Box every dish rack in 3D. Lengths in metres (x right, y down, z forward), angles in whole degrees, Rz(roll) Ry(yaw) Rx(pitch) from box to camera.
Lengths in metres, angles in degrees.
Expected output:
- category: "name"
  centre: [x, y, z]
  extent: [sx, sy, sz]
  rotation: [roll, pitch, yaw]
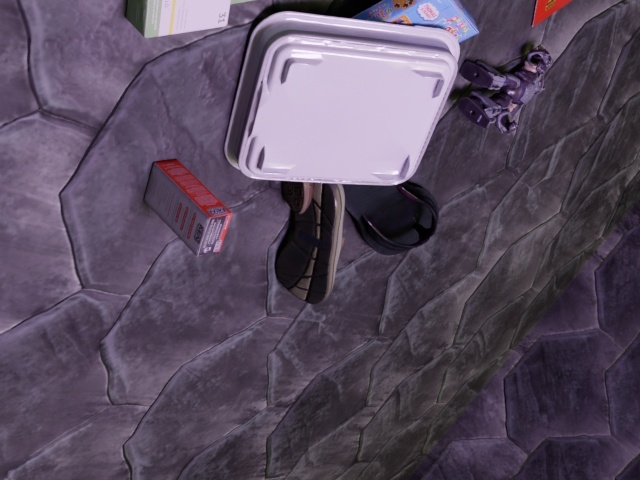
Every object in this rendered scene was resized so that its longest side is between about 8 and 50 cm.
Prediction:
- category: "dish rack"
  centre: [0.039, -0.190, 1.296]
  extent: [0.333, 0.072, 0.285]
  rotation: [2, 133, -21]

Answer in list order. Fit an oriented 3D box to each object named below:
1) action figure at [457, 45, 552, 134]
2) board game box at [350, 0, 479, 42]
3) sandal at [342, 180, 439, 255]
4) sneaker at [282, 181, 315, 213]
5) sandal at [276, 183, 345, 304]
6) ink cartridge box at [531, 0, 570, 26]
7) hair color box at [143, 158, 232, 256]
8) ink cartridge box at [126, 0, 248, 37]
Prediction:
- category: "action figure"
  centre: [0.378, -0.297, 1.717]
  extent: [0.285, 0.099, 0.185]
  rotation: [-17, 131, -48]
- category: "board game box"
  centre: [0.117, -0.313, 1.317]
  extent: [0.211, 0.039, 0.160]
  rotation: [-23, 159, 23]
- category: "sandal"
  centre: [0.147, -0.051, 1.704]
  extent: [0.167, 0.107, 0.446]
  rotation: [-49, 151, 5]
- category: "sneaker"
  centre: [-0.017, -0.124, 1.442]
  extent: [0.071, 0.066, 0.188]
  rotation: [-27, 145, -27]
- category: "sandal"
  centre: [0.001, 0.000, 1.579]
  extent: [0.086, 0.120, 0.303]
  rotation: [-36, 152, -46]
- category: "ink cartridge box"
  centre: [0.526, -0.549, 1.638]
  extent: [0.275, 0.060, 0.239]
  rotation: [-36, 148, -19]
- category: "hair color box"
  centre: [-0.192, -0.048, 1.232]
  extent: [0.043, 0.141, 0.072]
  rotation: [-14, 138, -44]
- category: "ink cartridge box"
  centre: [-0.119, -0.349, 1.052]
  extent: [0.235, 0.056, 0.171]
  rotation: [-19, 140, -36]
